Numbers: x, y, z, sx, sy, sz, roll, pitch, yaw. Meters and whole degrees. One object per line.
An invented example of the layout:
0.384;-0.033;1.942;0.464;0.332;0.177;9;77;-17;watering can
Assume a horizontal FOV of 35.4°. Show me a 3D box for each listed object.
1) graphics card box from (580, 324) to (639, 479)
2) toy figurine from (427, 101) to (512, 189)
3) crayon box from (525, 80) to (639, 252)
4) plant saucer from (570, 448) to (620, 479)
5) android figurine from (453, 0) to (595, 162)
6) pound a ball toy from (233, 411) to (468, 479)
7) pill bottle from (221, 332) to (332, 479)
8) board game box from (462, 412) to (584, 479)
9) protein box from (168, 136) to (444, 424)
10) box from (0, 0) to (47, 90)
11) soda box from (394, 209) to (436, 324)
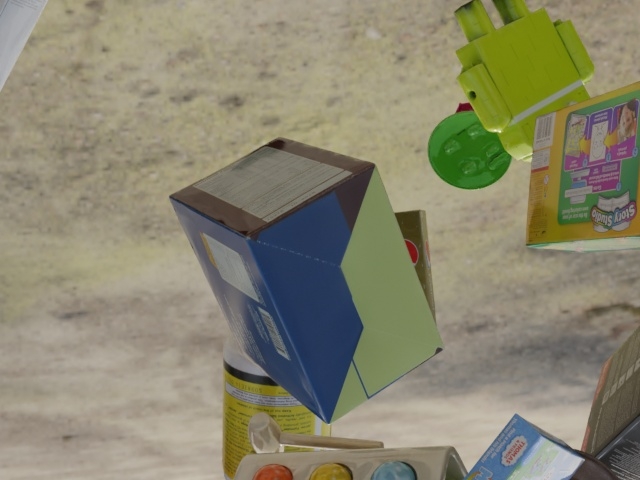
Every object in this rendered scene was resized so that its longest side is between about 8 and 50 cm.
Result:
0.517;0.202;1.492;0.094;0.233;0.371;25;141;4;graphics card box
0.258;-0.183;1.577;0.173;0.130;0.159;-36;-165;27;toy figurine
0.329;-0.074;1.119;0.081;0.165;0.278;7;176;-14;crayon box
0.353;0.379;1.349;0.198;0.199;0.036;4;144;-34;plant saucer
0.294;-0.224;1.407;0.248;0.273;0.056;-28;-179;-35;android figurine
0.016;0.286;1.214;0.319;0.208;0.136;-7;132;27;pound a ball toy
-0.074;0.322;1.704;0.188;0.334;0.188;2;-165;-1;pill bottle
0.196;0.269;1.053;0.160;0.039;0.211;-52;149;2;board game box
-0.018;0.029;0.952;0.136;0.200;0.201;-30;-156;-18;protein box
-0.393;-0.365;1.204;0.058;0.232;0.322;15;111;-55;box
0.121;0.050;1.381;0.061;0.181;0.058;-6;180;14;soda box
